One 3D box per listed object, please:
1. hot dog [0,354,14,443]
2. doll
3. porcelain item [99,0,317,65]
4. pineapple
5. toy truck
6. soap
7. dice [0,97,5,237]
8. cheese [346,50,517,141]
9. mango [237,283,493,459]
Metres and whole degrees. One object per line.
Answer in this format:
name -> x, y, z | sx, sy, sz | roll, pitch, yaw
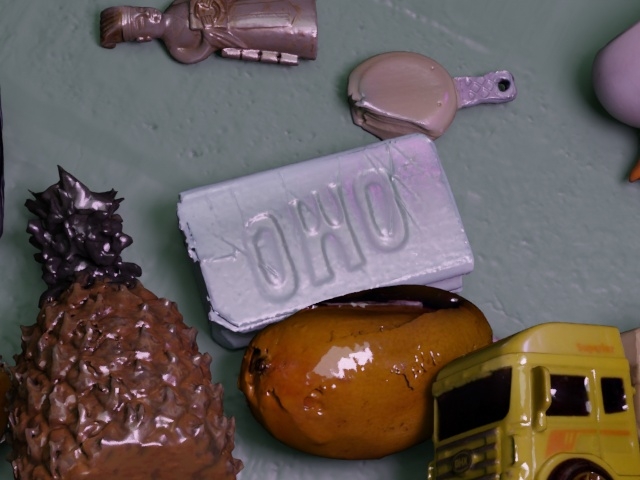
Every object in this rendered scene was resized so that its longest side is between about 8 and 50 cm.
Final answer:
hot dog -> -0.375, 0.197, 1.532 | 0.144, 0.075, 0.268 | 37, 69, 6
doll -> 0.390, -0.149, 1.708 | 0.251, 0.221, 0.221 | -39, 78, 8
porcelain item -> -0.110, -0.215, 1.729 | 0.213, 0.054, 0.084 | 0, 69, -7
pineapple -> -0.194, 0.100, 1.552 | 0.202, 0.202, 0.362 | -10, 53, -11
toy truck -> 0.292, 0.174, 1.530 | 0.405, 0.180, 0.254 | 4, 69, -26
soap -> 0.000, 0.000, 1.644 | 0.261, 0.094, 0.150 | -15, 71, -13
dice -> -0.377, -0.087, 1.578 | 0.181, 0.183, 0.182 | -4, 69, -8
cheese -> 0.109, -0.139, 1.736 | 0.171, 0.047, 0.092 | 10, 70, -5
mango -> 0.047, 0.121, 1.586 | 0.249, 0.156, 0.151 | -10, 86, -27
